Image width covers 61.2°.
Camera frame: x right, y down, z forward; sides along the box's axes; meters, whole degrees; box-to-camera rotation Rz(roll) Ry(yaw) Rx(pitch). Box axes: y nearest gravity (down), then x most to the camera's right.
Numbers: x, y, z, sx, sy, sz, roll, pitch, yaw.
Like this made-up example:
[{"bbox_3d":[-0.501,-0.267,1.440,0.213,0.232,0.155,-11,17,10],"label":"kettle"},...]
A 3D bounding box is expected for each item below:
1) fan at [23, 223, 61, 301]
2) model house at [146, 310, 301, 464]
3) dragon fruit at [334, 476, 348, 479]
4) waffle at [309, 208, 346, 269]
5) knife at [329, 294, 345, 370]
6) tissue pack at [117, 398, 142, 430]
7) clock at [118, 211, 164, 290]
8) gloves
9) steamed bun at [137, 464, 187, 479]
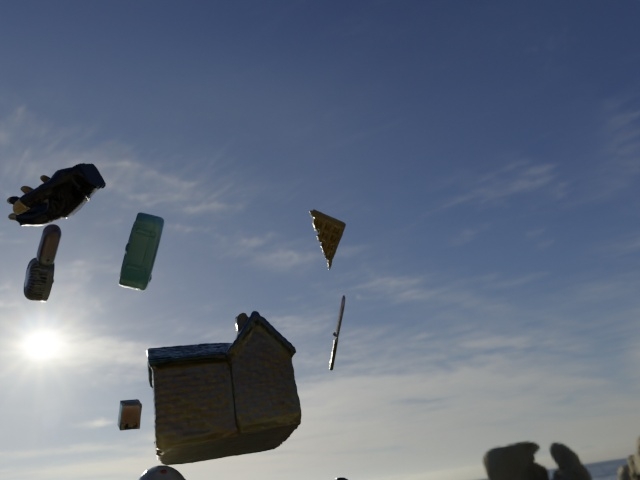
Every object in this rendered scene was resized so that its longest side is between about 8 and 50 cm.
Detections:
[{"bbox_3d":[-0.795,0.065,1.564,0.074,0.130,0.244,12,-65,-34],"label":"fan"},{"bbox_3d":[-0.281,0.405,1.515,0.382,0.343,0.335,-3,-30,-19],"label":"model house"},{"bbox_3d":[0.141,0.768,1.413,0.269,0.250,0.291,12,-16,3],"label":"dragon fruit"},{"bbox_3d":[0.000,0.000,1.662,0.125,0.032,0.191,23,-49,1],"label":"waffle"},{"bbox_3d":[0.050,0.294,1.720,0.022,0.256,0.046,9,17,1],"label":"knife"},{"bbox_3d":[-0.672,0.613,1.909,0.074,0.094,0.058,3,7,-28],"label":"tissue pack"},{"bbox_3d":[-0.548,0.039,1.649,0.094,0.224,0.274,16,-11,-19],"label":"clock"},{"bbox_3d":[-0.813,-0.132,1.639,0.301,0.152,0.197,-14,6,6],"label":"gloves"},{"bbox_3d":[-0.333,0.609,1.175,0.130,0.228,0.177,3,-24,-22],"label":"steamed bun"}]
